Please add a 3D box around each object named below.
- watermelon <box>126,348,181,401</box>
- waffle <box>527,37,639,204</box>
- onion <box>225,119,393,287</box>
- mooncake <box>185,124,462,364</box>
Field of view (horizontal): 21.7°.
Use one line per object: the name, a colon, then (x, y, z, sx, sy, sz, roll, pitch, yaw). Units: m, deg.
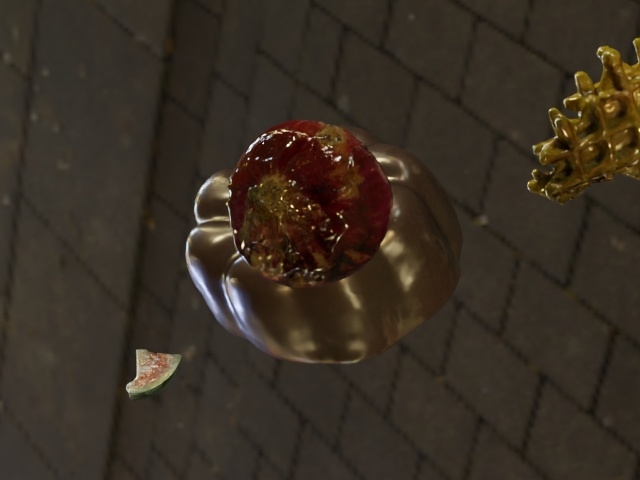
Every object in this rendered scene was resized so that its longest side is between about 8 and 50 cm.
watermelon: (-0.221, 0.166, 2.098, 0.061, 0.085, 0.085, 59, 143, 5)
waffle: (0.418, -0.112, 2.056, 0.259, 0.293, 0.069, -62, 21, 10)
onion: (-0.007, -0.023, 1.049, 0.107, 0.097, 0.107, 4, 106, 13)
mooncake: (0.000, 0.000, 1.880, 0.306, 0.306, 0.154, 35, 158, 48)
